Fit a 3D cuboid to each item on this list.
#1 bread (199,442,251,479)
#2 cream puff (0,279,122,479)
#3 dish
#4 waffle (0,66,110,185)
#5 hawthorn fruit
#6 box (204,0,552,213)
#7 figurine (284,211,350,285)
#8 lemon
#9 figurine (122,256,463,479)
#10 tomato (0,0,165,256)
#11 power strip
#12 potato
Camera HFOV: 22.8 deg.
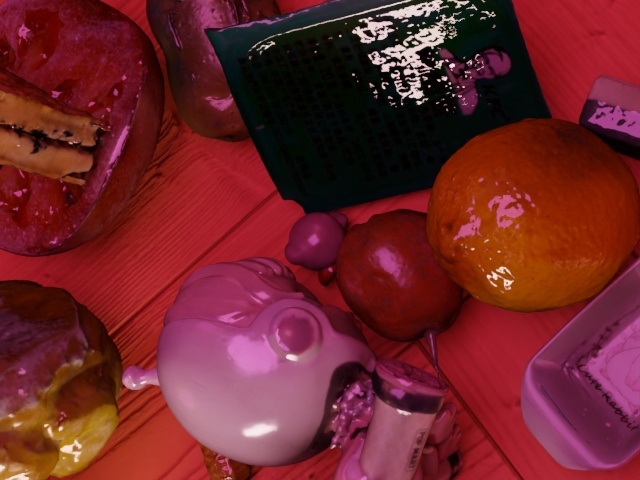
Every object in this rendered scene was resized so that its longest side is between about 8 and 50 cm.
[{"bbox_3d":[-0.121,0.214,1.852,0.052,0.044,0.157,-20,75,11],"label":"bread"},{"bbox_3d":[-0.403,0.209,1.826,0.378,0.378,0.276,5,114,22],"label":"cream puff"},{"bbox_3d":[0.323,0.141,1.683,0.234,0.064,0.154,-43,69,8],"label":"dish"},{"bbox_3d":[-0.414,-0.165,1.794,0.308,0.213,0.091,27,96,33],"label":"waffle"},{"bbox_3d":[0.102,0.050,1.750,0.149,0.149,0.189,-41,93,10],"label":"hawthorn fruit"},{"bbox_3d":[0.076,-0.185,1.770,0.336,0.264,0.106,-12,35,18],"label":"box"},{"bbox_3d":[0.000,0.000,1.830,0.071,0.067,0.083,36,78,2],"label":"figurine"},{"bbox_3d":[0.225,-0.027,1.659,0.204,0.260,0.204,19,114,51],"label":"lemon"},{"bbox_3d":[-0.024,0.160,1.695,0.361,0.253,0.211,35,58,25],"label":"figurine"},{"bbox_3d":[-0.310,-0.138,1.933,0.338,0.143,0.338,-8,73,28],"label":"tomato"},{"bbox_3d":[0.397,-0.105,1.674,0.256,0.105,0.070,20,87,23],"label":"power strip"},{"bbox_3d":[-0.122,-0.238,1.870,0.169,0.143,0.248,-26,73,57],"label":"potato"}]
